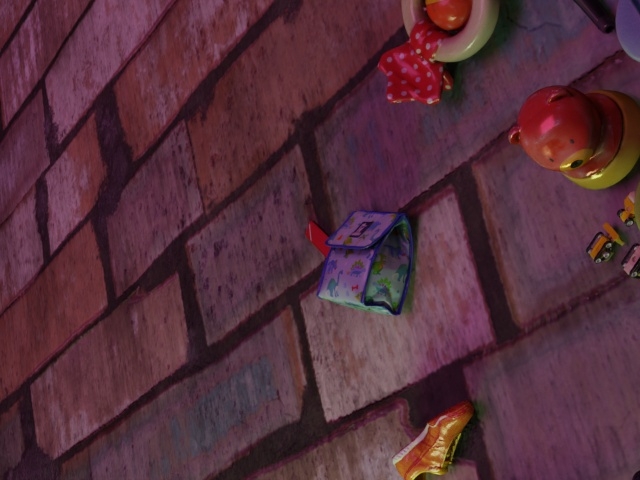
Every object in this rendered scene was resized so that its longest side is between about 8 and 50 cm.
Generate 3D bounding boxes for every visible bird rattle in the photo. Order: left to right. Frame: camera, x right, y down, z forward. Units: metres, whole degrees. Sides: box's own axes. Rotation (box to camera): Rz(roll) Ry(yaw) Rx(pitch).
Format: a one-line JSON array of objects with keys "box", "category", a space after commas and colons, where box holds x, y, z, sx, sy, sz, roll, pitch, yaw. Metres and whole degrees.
[{"box": [0.157, -0.317, 1.433, 0.207, 0.143, 0.253, -4, 87, 53], "category": "bird rattle"}]

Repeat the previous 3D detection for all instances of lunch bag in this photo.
[{"box": [0.072, 0.028, 1.563, 0.129, 0.096, 0.151, 6, 77, 56], "category": "lunch bag"}]

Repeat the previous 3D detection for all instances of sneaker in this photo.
[{"box": [0.168, 0.281, 1.440, 0.067, 0.064, 0.175, 50, 133, 19], "category": "sneaker"}]

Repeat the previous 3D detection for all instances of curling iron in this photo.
[{"box": [0.293, -0.347, 1.332, 0.068, 0.035, 0.274, -30, 56, -3], "category": "curling iron"}]

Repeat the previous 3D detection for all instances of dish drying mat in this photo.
[{"box": [0.000, 0.000, 1.727, 0.083, 0.008, 0.032, 47, 122, 46], "category": "dish drying mat"}]

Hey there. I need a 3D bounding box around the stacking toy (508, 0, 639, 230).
[{"box": [0.364, -0.146, 1.113, 0.309, 0.130, 0.279, -55, 42, 28], "category": "stacking toy"}]

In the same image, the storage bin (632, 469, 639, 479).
[{"box": [0.407, 0.292, 1.029, 0.084, 0.122, 0.180, -47, 56, 47], "category": "storage bin"}]

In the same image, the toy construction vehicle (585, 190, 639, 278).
[{"box": [0.365, -0.001, 1.214, 0.098, 0.035, 0.086, -64, 31, 23], "category": "toy construction vehicle"}]
